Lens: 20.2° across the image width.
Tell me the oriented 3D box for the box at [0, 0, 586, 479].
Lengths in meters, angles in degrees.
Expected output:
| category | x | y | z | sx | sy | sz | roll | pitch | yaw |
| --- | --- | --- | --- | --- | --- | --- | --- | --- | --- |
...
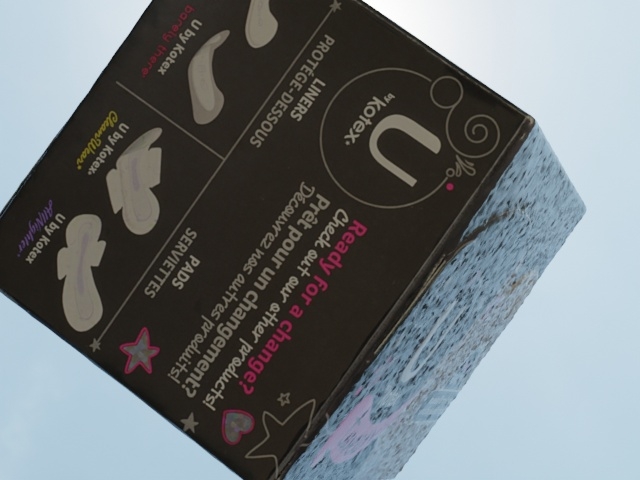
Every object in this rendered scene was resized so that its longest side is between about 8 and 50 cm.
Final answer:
| category | x | y | z | sx | sy | sz | roll | pitch | yaw |
| --- | --- | --- | --- | --- | --- | --- | --- | --- | --- |
| box | 0.000 | 0.000 | 0.719 | 0.142 | 0.163 | 0.247 | 35 | -178 | 15 |
